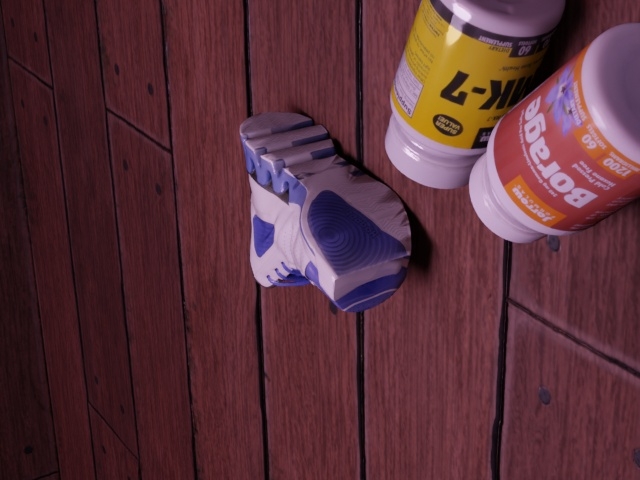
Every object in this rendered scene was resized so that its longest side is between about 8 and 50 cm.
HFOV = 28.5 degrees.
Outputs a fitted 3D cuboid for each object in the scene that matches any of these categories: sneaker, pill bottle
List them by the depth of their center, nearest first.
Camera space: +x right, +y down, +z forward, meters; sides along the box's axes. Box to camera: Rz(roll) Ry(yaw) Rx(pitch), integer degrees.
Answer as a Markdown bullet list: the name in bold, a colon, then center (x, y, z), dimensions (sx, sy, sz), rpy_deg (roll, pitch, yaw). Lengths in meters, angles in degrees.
- **pill bottle**: center (0.211, -0.076, 1.023), dimensions (0.216, 0.121, 0.121), rpy_deg (-42, 66, 59)
- **pill bottle**: center (0.131, -0.153, 1.136), dimensions (0.119, 0.119, 0.208), rpy_deg (57, 148, 31)
- **sneaker**: center (-0.001, -0.001, 1.468), dimensions (0.315, 0.127, 0.182), rpy_deg (-125, 30, -46)
